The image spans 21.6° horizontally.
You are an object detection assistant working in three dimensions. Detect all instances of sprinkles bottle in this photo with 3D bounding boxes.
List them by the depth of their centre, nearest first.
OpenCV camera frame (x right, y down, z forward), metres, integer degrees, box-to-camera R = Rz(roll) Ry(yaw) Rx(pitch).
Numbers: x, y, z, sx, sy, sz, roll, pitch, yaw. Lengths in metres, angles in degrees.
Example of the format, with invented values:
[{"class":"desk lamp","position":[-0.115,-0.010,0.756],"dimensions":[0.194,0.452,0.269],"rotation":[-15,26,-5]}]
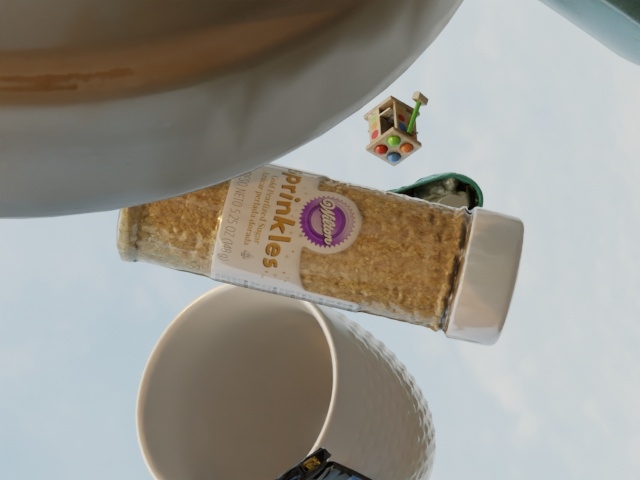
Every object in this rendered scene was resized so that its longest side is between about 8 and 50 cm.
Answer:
[{"class":"sprinkles bottle","position":[0.000,0.000,1.513],"dimensions":[0.355,0.121,0.121],"rotation":[13,-128,2]}]

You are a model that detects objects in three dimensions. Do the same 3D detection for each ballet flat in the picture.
[{"class":"ballet flat","position":[0.074,-0.018,1.805],"dimensions":[0.247,0.087,0.083],"rotation":[-23,-86,-26]}]

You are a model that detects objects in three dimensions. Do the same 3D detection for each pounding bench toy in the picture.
[{"class":"pounding bench toy","position":[0.102,-0.143,2.109],"dimensions":[0.052,0.083,0.065],"rotation":[27,-136,-33]}]

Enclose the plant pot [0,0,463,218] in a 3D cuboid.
[{"class":"plant pot","position":[-0.079,-0.207,0.418],"dimensions":[0.323,0.280,0.323],"rotation":[4,-117,-7]}]

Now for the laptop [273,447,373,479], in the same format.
[{"class":"laptop","position":[-0.058,0.373,1.330],"dimensions":[0.236,0.382,0.408],"rotation":[48,-146,11]}]

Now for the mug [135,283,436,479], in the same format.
[{"class":"mug","position":[0.013,0.250,1.968],"dimensions":[0.374,0.276,0.328],"rotation":[45,-172,37]}]

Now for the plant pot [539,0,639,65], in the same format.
[{"class":"plant pot","position":[0.245,-0.282,1.350],"dimensions":[0.247,0.248,0.252],"rotation":[29,-162,-25]}]
